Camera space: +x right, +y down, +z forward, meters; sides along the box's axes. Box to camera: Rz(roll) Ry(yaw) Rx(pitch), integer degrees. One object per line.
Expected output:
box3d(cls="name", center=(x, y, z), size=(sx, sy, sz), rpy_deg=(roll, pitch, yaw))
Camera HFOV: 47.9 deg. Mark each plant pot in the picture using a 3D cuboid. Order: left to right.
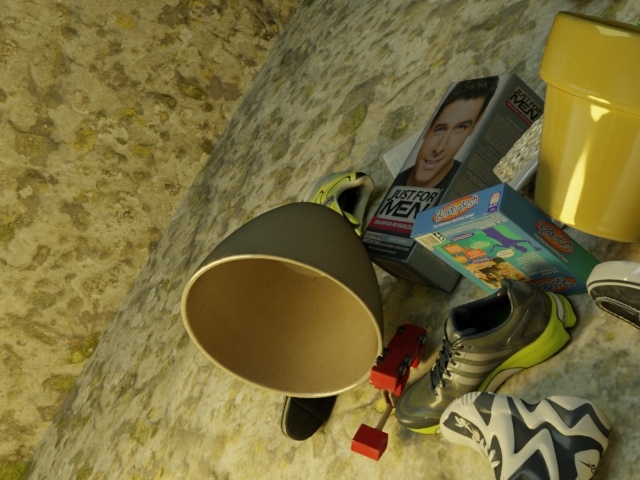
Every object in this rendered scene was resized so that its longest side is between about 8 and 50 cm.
box3d(cls="plant pot", center=(0.381, -0.136, 0.893), size=(0.254, 0.253, 0.239), rpy_deg=(-118, 37, -62))

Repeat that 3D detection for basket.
box3d(cls="basket", center=(0.356, -0.118, 1.080), size=(0.167, 0.113, 0.103), rpy_deg=(-49, 24, 12))

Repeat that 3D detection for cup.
box3d(cls="cup", center=(-0.039, 0.072, 1.224), size=(0.331, 0.331, 0.237), rpy_deg=(-35, 23, 37))

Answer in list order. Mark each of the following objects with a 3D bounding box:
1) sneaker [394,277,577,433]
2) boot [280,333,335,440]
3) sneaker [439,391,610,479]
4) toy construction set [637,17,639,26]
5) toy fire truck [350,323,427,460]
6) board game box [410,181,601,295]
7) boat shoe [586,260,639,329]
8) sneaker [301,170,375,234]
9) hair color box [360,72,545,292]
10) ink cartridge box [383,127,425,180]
box3d(cls="sneaker", center=(0.203, 0.155, 1.008), size=(0.300, 0.121, 0.111), rpy_deg=(-47, 26, 20))
box3d(cls="boot", center=(-0.046, 0.269, 1.366), size=(0.178, 0.085, 0.236), rpy_deg=(-26, 38, 53))
box3d(cls="sneaker", center=(0.223, 0.271, 0.866), size=(0.235, 0.094, 0.153), rpy_deg=(-9, 42, 44))
box3d(cls="toy construction set", center=(0.530, -0.350, 0.904), size=(0.257, 0.237, 0.309), rpy_deg=(-43, 29, 25))
box3d(cls="toy fire truck", center=(0.110, 0.231, 1.122), size=(0.192, 0.047, 0.135), rpy_deg=(-43, -37, -52))
box3d(cls="board game box", center=(0.254, 0.013, 0.986), size=(0.160, 0.210, 0.047), rpy_deg=(-19, 44, 50))
box3d(cls="boat shoe", center=(0.394, 0.106, 0.766), size=(0.102, 0.108, 0.301), rpy_deg=(-56, 32, -5))
box3d(cls="sneaker", center=(0.000, 0.000, 1.529), size=(0.147, 0.145, 0.385), rpy_deg=(-20, 44, 52))
box3d(cls="hair color box", center=(0.232, -0.107, 1.282), size=(0.375, 0.113, 0.185), rpy_deg=(-59, 25, -9))
box3d(cls="ink cartridge box", center=(0.225, -0.182, 1.493), size=(0.179, 0.045, 0.145), rpy_deg=(-30, 30, 10))
